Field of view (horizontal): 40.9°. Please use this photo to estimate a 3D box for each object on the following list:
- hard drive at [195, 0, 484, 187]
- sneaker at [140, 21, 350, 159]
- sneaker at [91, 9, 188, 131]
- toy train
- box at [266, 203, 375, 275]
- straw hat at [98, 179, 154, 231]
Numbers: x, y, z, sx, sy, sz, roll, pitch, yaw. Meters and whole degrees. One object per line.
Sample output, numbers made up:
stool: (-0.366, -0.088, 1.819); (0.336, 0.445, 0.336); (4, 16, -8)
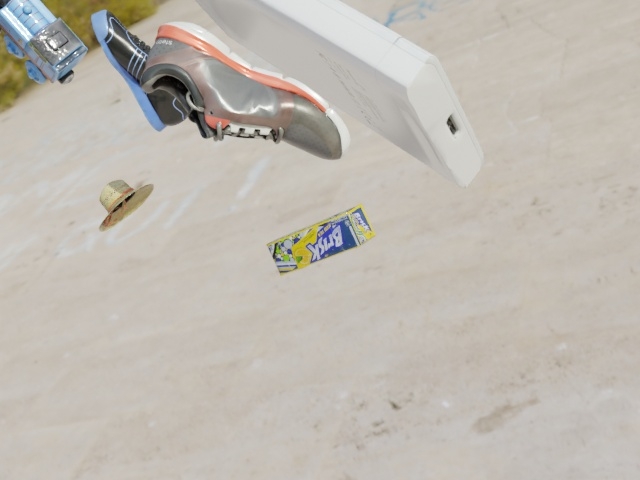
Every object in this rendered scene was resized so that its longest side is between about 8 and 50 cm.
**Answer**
hard drive: (-0.008, -0.194, 0.849); (0.353, 0.233, 0.047); (37, 89, 27)
sneaker: (-0.056, -0.088, 0.606); (0.065, 0.158, 0.061); (-64, 6, -22)
sneaker: (-0.303, -0.307, 1.492); (0.090, 0.232, 0.081); (-27, 23, 9)
toy train: (-0.435, -0.317, 1.287); (0.080, 0.184, 0.105); (-47, 13, -27)
box: (0.000, 0.000, 1.363); (0.169, 0.059, 0.054); (-21, 6, 35)
straw hat: (-0.414, -0.088, 1.748); (0.144, 0.061, 0.144); (-43, -4, -4)
